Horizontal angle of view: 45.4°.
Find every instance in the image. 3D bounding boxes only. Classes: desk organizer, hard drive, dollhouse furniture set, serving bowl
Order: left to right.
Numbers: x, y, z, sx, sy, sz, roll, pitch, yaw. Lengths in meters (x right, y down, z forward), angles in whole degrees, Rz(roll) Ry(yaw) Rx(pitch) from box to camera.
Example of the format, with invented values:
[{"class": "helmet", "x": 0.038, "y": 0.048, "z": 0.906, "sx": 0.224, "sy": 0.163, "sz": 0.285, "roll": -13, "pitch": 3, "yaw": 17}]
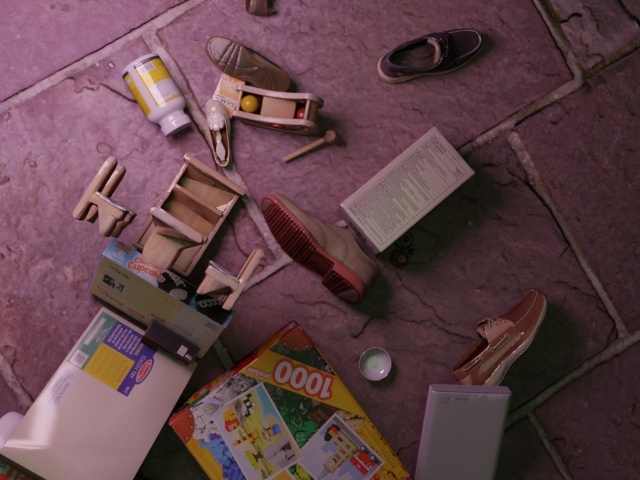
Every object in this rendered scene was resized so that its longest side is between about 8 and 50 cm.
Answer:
[{"class": "desk organizer", "x": -0.356, "y": 0.247, "z": 1.806, "sx": 0.130, "sy": 0.050, "sz": 0.047, "roll": 33, "pitch": 54, "yaw": -8}, {"class": "dollhouse furniture set", "x": -0.293, "y": -0.058, "z": 1.689, "sx": 0.362, "sy": 0.394, "sz": 0.256, "roll": 32, "pitch": 85, "yaw": -7}, {"class": "serving bowl", "x": 0.136, "y": 0.311, "z": 1.933, "sx": 0.083, "sy": 0.027, "sz": 0.083, "roll": 0, "pitch": 90, "yaw": -8}, {"class": "hard drive", "x": 0.351, "y": 0.506, "z": 1.908, "sx": 0.203, "sy": 0.040, "sz": 0.308, "roll": 3, "pitch": 109, "yaw": -8}]

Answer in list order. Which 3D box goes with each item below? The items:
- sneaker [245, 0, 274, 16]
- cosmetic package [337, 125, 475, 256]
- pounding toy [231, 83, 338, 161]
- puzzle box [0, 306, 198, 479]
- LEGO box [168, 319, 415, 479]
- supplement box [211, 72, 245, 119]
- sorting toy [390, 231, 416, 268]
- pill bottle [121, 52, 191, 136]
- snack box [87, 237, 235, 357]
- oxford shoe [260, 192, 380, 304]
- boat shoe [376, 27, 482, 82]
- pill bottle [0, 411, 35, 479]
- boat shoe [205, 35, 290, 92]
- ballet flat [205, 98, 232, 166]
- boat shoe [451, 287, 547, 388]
[{"class": "sneaker", "x": -0.142, "y": -0.650, "z": 1.893, "sx": 0.071, "sy": 0.066, "sz": 0.188, "roll": 5, "pitch": 94, "yaw": -25}, {"class": "cosmetic package", "x": 0.209, "y": -0.118, "z": 1.895, "sx": 0.309, "sy": 0.113, "sz": 0.160, "roll": -39, "pitch": 85, "yaw": -8}, {"class": "pounding toy", "x": -0.082, "y": -0.276, "z": 1.843, "sx": 0.269, "sy": 0.154, "sz": 0.155, "roll": 11, "pitch": 88, "yaw": -8}, {"class": "puzzle box", "x": -0.485, "y": 0.377, "z": 1.722, "sx": 0.272, "sy": 0.052, "sz": 0.409, "roll": 32, "pitch": 51, "yaw": -6}, {"class": "LEGO box", "x": -0.060, "y": 0.500, "z": 1.820, "sx": 0.372, "sy": 0.193, "sz": 0.500, "roll": -37, "pitch": 95, "yaw": -7}, {"class": "supplement box", "x": -0.230, "y": -0.354, "z": 1.881, "sx": 0.062, "sy": 0.036, "sz": 0.098, "roll": 21, "pitch": 87, "yaw": -7}, {"class": "sorting toy", "x": 0.215, "y": 0.022, "z": 1.940, "sx": 0.061, "sy": 0.042, "sz": 0.102, "roll": 14, "pitch": 87, "yaw": -8}, {"class": "pill bottle", "x": -0.387, "y": -0.344, "z": 1.825, "sx": 0.103, "sy": 0.103, "sz": 0.184, "roll": -31, "pitch": 94, "yaw": -7}, {"class": "snack box", "x": -0.376, "y": 0.140, "z": 1.783, "sx": 0.322, "sy": 0.187, "sz": 0.060, "roll": 32, "pitch": 50, "yaw": -7}, {"class": "oxford shoe", "x": 0.000, "y": 0.000, "z": 1.892, "sx": 0.348, "sy": 0.123, "sz": 0.130, "roll": 46, "pitch": 57, "yaw": -4}, {"class": "boat shoe", "x": 0.284, "y": -0.472, "z": 1.928, "sx": 0.285, "sy": 0.092, "sz": 0.103, "roll": -16, "pitch": 92, "yaw": -8}, {"class": "pill bottle", "x": -0.584, "y": 0.577, "z": 1.726, "sx": 0.407, "sy": 0.229, "sz": 0.229, "roll": 30, "pitch": 85, "yaw": -7}, {"class": "boat shoe", "x": -0.177, "y": -0.429, "z": 1.873, "sx": 0.223, "sy": 0.073, "sz": 0.080, "roll": 26, "pitch": 104, "yaw": -10}, {"class": "ballet flat", "x": -0.243, "y": -0.259, "z": 1.849, "sx": 0.057, "sy": 0.052, "sz": 0.168, "roll": -10, "pitch": 107, "yaw": 3}, {"class": "boat shoe", "x": 0.453, "y": 0.247, "z": 1.936, "sx": 0.116, "sy": 0.123, "sz": 0.324, "roll": 37, "pitch": 83, "yaw": -4}]
